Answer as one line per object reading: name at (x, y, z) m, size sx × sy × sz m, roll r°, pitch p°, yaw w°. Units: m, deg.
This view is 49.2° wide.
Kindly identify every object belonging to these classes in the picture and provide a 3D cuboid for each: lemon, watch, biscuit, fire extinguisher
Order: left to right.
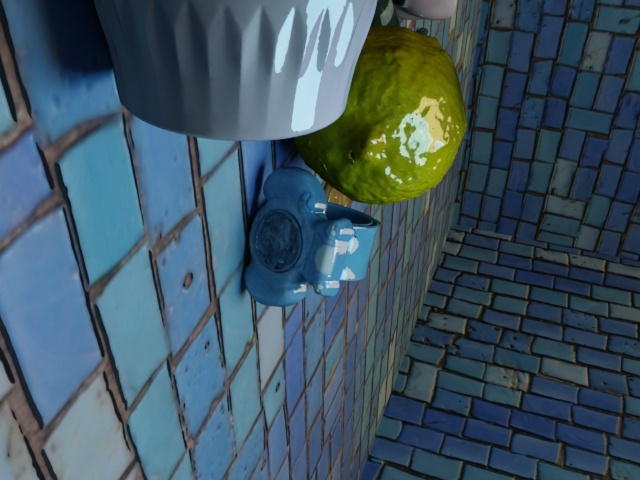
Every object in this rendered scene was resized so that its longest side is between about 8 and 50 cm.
watch at (0.000, 0.000, 1.059) m, size 0.193 × 0.210 × 0.211 m, roll -6°, pitch 109°, yaw -55°
biscuit at (0.036, -0.090, 1.414) m, size 0.184 × 0.027 × 0.134 m, roll -38°, pitch 139°, yaw -66°
fire extinguisher at (0.075, -0.409, 1.198) m, size 0.294 × 0.093 × 0.118 m, roll 28°, pitch 63°, yaw -73°
lemon at (0.092, -0.196, 1.078) m, size 0.322 × 0.268 × 0.268 m, roll -66°, pitch 161°, yaw -51°

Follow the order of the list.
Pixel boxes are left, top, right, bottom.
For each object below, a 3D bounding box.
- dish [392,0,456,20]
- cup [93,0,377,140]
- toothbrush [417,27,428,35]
dish at (0.154, -0.489, 1.280) m, size 0.090 × 0.213 × 0.213 m, roll -26°, pitch 142°, yaw -15°
cup at (-0.064, -0.284, 0.528) m, size 0.253 × 0.253 × 0.372 m, roll -53°, pitch 155°, yaw -55°
toothbrush at (0.230, -0.453, 1.809) m, size 0.031 × 0.030 × 0.297 m, roll 65°, pitch 39°, yaw -49°
